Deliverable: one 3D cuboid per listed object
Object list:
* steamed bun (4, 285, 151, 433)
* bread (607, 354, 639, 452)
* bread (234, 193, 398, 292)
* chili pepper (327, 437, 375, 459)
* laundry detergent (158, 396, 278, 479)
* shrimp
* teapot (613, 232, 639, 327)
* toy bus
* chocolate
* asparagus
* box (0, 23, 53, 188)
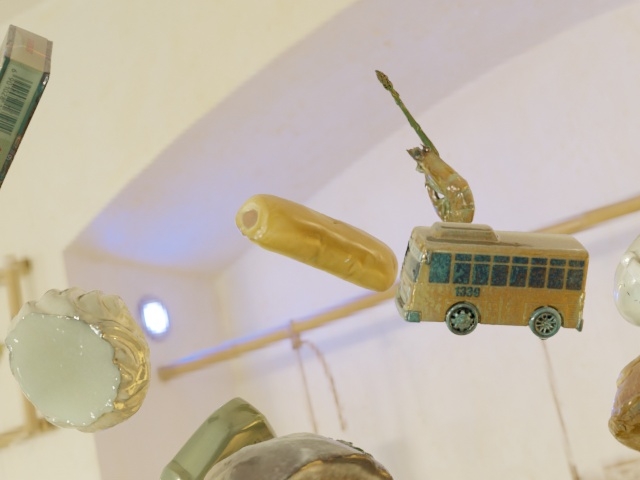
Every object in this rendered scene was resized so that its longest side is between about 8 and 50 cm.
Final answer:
[{"bbox_3d":[-0.276,0.134,1.479,0.183,0.183,0.106,-21,12,23],"label":"steamed bun"},{"bbox_3d":[0.607,0.276,2.129,0.195,0.142,0.269,21,-34,-14],"label":"bread"},{"bbox_3d":[0.000,0.000,2.209,0.305,0.091,0.142,22,8,-27],"label":"bread"},{"bbox_3d":[0.039,0.354,2.018,0.098,0.061,0.224,11,-8,-10],"label":"chili pepper"},{"bbox_3d":[-0.186,0.397,2.117,0.253,0.091,0.181,-45,-35,-19],"label":"laundry detergent"},{"bbox_3d":[0.196,-0.091,2.043,0.041,0.180,0.099,-20,-34,-25],"label":"shrimp"},{"bbox_3d":[0.566,0.060,2.029,0.208,0.166,0.300,-49,-16,24],"label":"teapot"},{"bbox_3d":[0.171,0.037,1.263,0.182,0.103,0.091,3,15,-6],"label":"toy bus"},{"bbox_3d":[-0.055,0.389,1.696,0.303,0.303,0.213,-1,17,-34],"label":"chocolate"},{"bbox_3d":[0.175,-0.254,2.520,0.022,0.233,0.023,-32,23,14],"label":"asparagus"},{"bbox_3d":[-0.552,-0.194,2.127,0.084,0.198,0.310,22,-71,-19],"label":"box"}]
